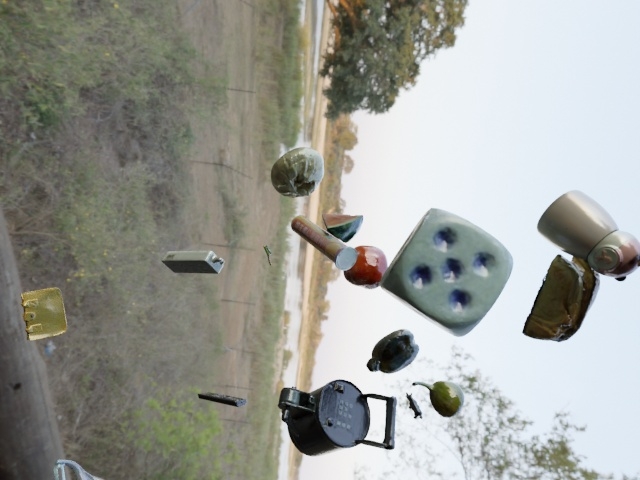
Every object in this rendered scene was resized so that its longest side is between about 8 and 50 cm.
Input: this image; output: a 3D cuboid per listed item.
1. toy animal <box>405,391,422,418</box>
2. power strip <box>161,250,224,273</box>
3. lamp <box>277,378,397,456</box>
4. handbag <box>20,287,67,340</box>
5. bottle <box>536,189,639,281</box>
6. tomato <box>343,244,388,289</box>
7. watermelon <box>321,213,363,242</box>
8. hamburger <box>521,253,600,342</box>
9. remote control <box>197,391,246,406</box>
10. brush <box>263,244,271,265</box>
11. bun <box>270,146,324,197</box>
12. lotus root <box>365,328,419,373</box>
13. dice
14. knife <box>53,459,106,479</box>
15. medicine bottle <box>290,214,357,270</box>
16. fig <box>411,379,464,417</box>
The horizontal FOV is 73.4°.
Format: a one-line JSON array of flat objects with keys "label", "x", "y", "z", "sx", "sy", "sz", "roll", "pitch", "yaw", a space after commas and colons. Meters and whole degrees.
[{"label": "toy animal", "x": 0.433, "y": 0.766, "z": 2.006, "sx": 0.136, "sy": 0.047, "sz": 0.065, "roll": -113, "pitch": -174, "yaw": -49}, {"label": "power strip", "x": -0.532, "y": 0.091, "z": 1.799, "sx": 0.098, "sy": 0.338, "sz": 0.058, "roll": 56, "pitch": 44, "yaw": -39}, {"label": "lamp", "x": 0.030, "y": 0.592, "z": 1.415, "sx": 0.272, "sy": 0.373, "sz": 0.205, "roll": 111, "pitch": -6, "yaw": -50}, {"label": "handbag", "x": -0.478, "y": 0.126, "z": 0.741, "sx": 0.061, "sy": 0.027, "sz": 0.083, "roll": -11, "pitch": 91, "yaw": -45}, {"label": "bottle", "x": 0.677, "y": -0.004, "z": 1.063, "sx": 0.236, "sy": 0.147, "sz": 0.148, "roll": 53, "pitch": -29, "yaw": 36}, {"label": "tomato", "x": 0.231, "y": 0.130, "z": 2.104, "sx": 0.188, "sy": 0.231, "sz": 0.232, "roll": -158, "pitch": -106, "yaw": -64}, {"label": "watermelon", "x": 0.077, "y": -0.050, "z": 1.956, "sx": 0.207, "sy": 0.202, "sz": 0.136, "roll": -9, "pitch": 102, "yaw": -43}, {"label": "hamburger", "x": 0.666, "y": 0.164, "z": 1.159, "sx": 0.131, "sy": 0.124, "sz": 0.262, "roll": 38, "pitch": -65, "yaw": 61}, {"label": "remote control", "x": -0.399, "y": 0.639, "z": 1.734, "sx": 0.063, "sy": 0.245, "sz": 0.025, "roll": 7, "pitch": 79, "yaw": -51}, {"label": "brush", "x": -0.202, "y": 0.058, "z": 1.683, "sx": 0.019, "sy": 0.021, "sz": 0.083, "roll": 142, "pitch": -71, "yaw": -70}, {"label": "bun", "x": -0.070, "y": -0.225, "z": 1.517, "sx": 0.128, "sy": 0.222, "sz": 0.222, "roll": 58, "pitch": -15, "yaw": 21}, {"label": "lotus root", "x": 0.216, "y": 0.340, "z": 1.292, "sx": 0.088, "sy": 0.192, "sz": 0.113, "roll": -19, "pitch": -86, "yaw": 62}, {"label": "dice", "x": 0.337, "y": 0.088, "z": 1.179, "sx": 0.265, "sy": 0.262, "sz": 0.268, "roll": -56, "pitch": 173, "yaw": -4}, {"label": "knife", "x": -0.543, "y": 0.613, "z": 1.036, "sx": 0.278, "sy": 0.053, "sz": 0.123, "roll": 83, "pitch": -19, "yaw": -52}, {"label": "medicine bottle", "x": 0.000, "y": 0.000, "z": 1.940, "sx": 0.426, "sy": 0.108, "sz": 0.108, "roll": 35, "pitch": -56, "yaw": 51}, {"label": "fig", "x": 0.477, "y": 0.632, "z": 1.784, "sx": 0.149, "sy": 0.245, "sz": 0.149, "roll": -58, "pitch": -171, "yaw": 14}]
